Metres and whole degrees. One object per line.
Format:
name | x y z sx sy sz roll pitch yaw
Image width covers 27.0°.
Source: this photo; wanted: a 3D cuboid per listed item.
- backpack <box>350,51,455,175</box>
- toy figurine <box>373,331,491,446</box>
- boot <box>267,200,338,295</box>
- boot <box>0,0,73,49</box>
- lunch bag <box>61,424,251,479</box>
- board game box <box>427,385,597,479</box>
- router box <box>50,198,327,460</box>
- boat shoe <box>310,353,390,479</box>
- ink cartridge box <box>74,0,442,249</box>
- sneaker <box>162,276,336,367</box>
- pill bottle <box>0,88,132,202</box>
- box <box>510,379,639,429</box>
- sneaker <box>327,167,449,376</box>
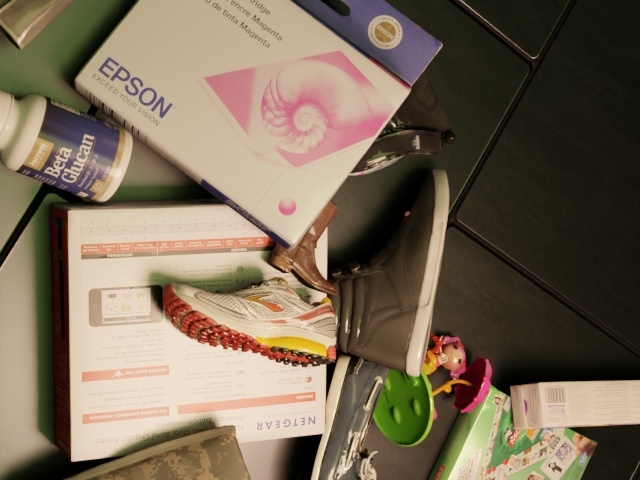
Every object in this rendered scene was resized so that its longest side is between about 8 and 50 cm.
backpack | 0.060 -0.149 1.695 0.182 0.115 0.152 -29 95 -18
toy figurine | 0.156 0.178 1.800 0.159 0.130 0.173 -9 75 -38
boot | 0.000 0.000 1.638 0.106 0.037 0.114 32 78 -28
boot | -0.272 -0.294 1.511 0.208 0.189 0.076 -45 157 -21
lunch bag | -0.204 0.381 1.552 0.287 0.235 0.169 -13 145 -13
board game box | 0.240 0.384 1.881 0.213 0.046 0.317 30 83 -25
router box | -0.158 0.101 1.639 0.335 0.082 0.301 -2 97 -25
boat shoe | 0.038 0.279 1.743 0.079 0.095 0.254 10 84 9
ink cartridge box | -0.066 -0.214 1.592 0.324 0.071 0.330 36 81 -1
sneaker | -0.084 0.086 1.591 0.225 0.088 0.092 17 68 -26
pill bottle | -0.311 -0.114 1.534 0.169 0.094 0.094 21 87 -26
box | 0.413 0.234 1.906 0.324 0.063 0.067 2 80 -33
sneaker | 0.084 0.026 1.732 0.147 0.104 0.295 9 65 8
